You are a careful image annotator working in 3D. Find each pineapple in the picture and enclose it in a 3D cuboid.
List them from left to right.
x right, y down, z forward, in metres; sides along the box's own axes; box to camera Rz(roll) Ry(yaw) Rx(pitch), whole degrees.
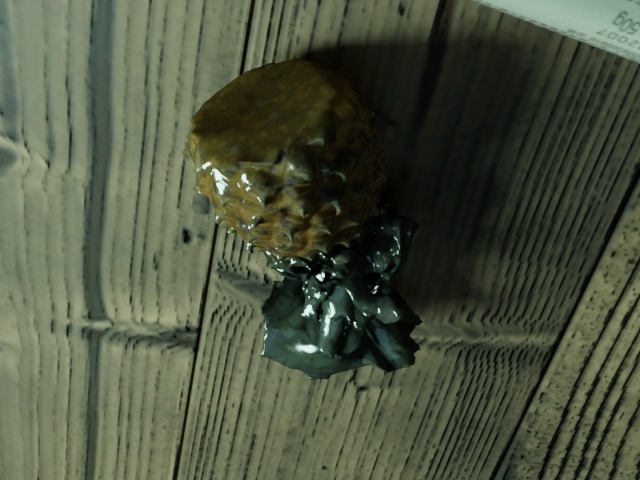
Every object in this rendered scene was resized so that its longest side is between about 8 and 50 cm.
[{"bbox_3d":[0.000,0.000,0.759,0.119,0.111,0.237,19,149,35],"label":"pineapple"}]

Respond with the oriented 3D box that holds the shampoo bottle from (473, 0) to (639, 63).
[{"bbox_3d":[0.155,-0.141,0.592,0.278,0.104,0.104,19,133,-9],"label":"shampoo bottle"}]
